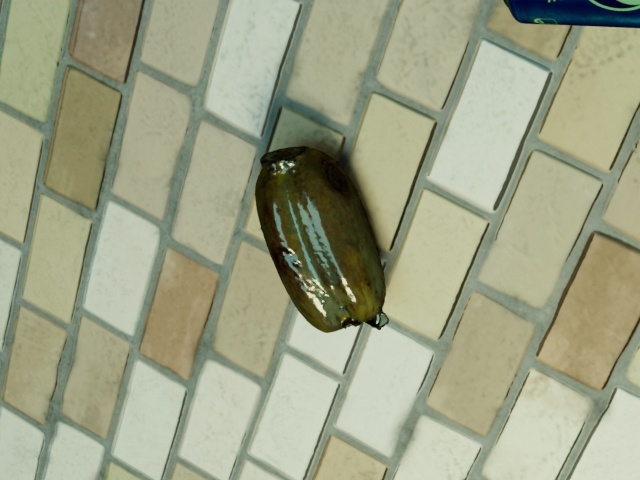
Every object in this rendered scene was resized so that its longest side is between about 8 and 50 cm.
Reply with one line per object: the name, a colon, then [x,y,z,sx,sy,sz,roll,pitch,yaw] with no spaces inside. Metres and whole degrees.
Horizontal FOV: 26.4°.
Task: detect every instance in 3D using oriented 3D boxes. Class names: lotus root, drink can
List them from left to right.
lotus root: [0.000,0.000,1.622,0.124,0.123,0.241,-19,101,6]
drink can: [0.286,-0.268,1.342,0.205,0.118,0.118,6,116,24]
